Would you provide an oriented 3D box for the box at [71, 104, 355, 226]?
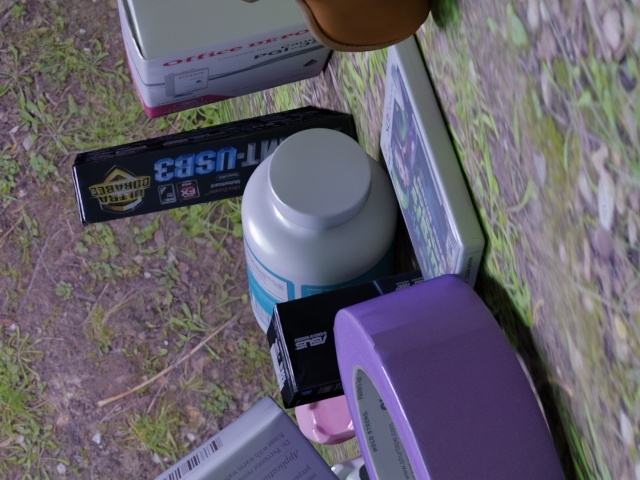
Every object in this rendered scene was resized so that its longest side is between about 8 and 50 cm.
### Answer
[{"bbox_3d":[-0.124,-0.087,1.635,0.293,0.295,0.073,-149,48,-80],"label":"box"}]

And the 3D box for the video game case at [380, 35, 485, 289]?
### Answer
[{"bbox_3d":[0.084,-0.041,1.159,0.173,0.022,0.190,89,165,-64],"label":"video game case"}]

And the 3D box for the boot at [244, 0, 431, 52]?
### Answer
[{"bbox_3d":[0.041,-0.177,0.947,0.152,0.197,0.073,-11,79,46],"label":"boot"}]

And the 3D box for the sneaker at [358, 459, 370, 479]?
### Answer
[{"bbox_3d":[0.098,0.262,1.359,0.240,0.091,0.126,-165,61,-82],"label":"sneaker"}]

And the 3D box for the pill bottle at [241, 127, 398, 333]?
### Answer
[{"bbox_3d":[0.000,0.000,1.412,0.264,0.146,0.146,91,164,-63],"label":"pill bottle"}]

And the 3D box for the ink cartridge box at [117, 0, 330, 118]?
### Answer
[{"bbox_3d":[-0.097,-0.226,1.499,0.283,0.207,0.117,131,124,-82],"label":"ink cartridge box"}]

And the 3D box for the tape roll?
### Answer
[{"bbox_3d":[0.097,0.167,1.085,0.275,0.090,0.275,161,90,-82],"label":"tape roll"}]

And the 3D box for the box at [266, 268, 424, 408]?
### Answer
[{"bbox_3d":[0.034,0.089,1.301,0.180,0.147,0.077,113,143,-78],"label":"box"}]

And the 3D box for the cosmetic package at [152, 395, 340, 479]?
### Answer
[{"bbox_3d":[-0.005,0.355,1.333,0.385,0.217,0.156,54,174,-5],"label":"cosmetic package"}]

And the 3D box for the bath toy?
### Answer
[{"bbox_3d":[0.032,0.212,1.709,0.129,0.151,0.348,-4,-101,-61],"label":"bath toy"}]
